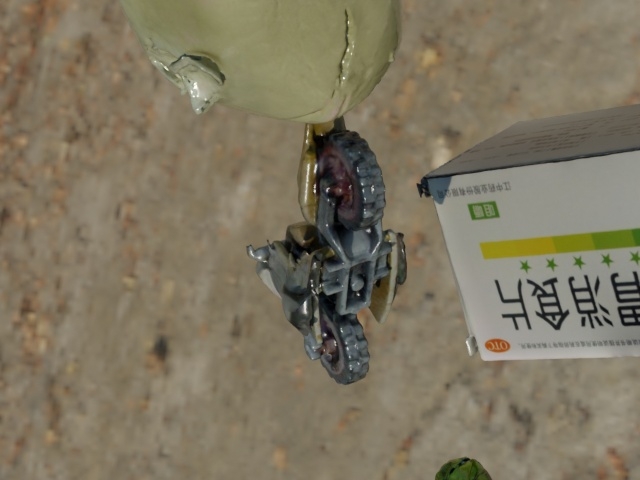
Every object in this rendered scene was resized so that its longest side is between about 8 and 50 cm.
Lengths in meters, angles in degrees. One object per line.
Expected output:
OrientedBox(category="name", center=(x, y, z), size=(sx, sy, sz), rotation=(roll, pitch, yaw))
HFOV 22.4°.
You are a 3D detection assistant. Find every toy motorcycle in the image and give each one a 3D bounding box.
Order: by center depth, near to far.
OrientedBox(category="toy motorcycle", center=(0.001, 0.000, 1.196), size=(0.229, 0.094, 0.129), rotation=(94, 153, -43))

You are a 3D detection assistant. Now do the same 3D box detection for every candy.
OrientedBox(category="candy", center=(0.117, 0.290, 1.669), size=(0.062, 0.194, 0.058), rotation=(-25, 102, 42))

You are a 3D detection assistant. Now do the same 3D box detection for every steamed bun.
OrientedBox(category="steamed bun", center=(-0.053, -0.175, 0.997), size=(0.170, 0.238, 0.152), rotation=(22, 57, 38))

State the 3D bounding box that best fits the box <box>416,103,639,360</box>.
OrientedBox(category="box", center=(0.253, -0.010, 1.279), size=(0.333, 0.145, 0.173), rotation=(-6, 106, 46))
